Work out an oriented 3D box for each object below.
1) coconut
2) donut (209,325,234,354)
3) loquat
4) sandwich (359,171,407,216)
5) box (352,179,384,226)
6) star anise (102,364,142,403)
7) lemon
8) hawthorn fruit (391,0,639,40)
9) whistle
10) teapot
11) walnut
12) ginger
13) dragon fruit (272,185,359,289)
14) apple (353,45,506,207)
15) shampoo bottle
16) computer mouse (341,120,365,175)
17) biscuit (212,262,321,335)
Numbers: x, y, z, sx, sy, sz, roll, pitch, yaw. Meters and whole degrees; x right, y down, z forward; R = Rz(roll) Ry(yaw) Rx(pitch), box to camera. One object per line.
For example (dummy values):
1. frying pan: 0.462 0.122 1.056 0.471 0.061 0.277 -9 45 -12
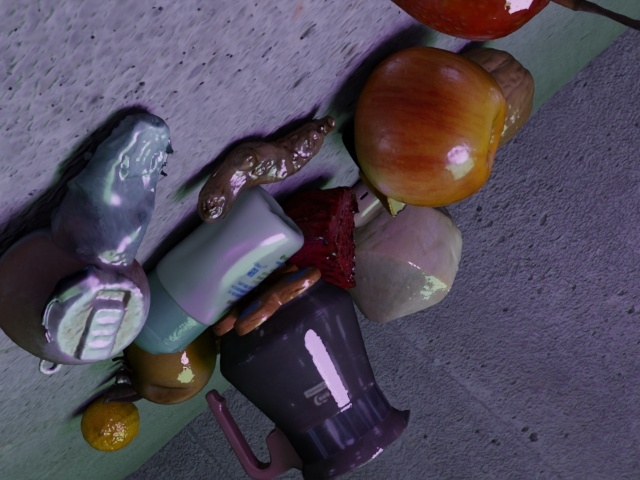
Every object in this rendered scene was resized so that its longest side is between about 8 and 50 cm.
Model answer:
1. coconut: 0.225 0.062 2.131 0.415 0.344 0.416 20 90 -86
2. donut: -0.236 0.210 1.924 0.269 0.103 0.270 -36 168 -9
3. loquat: -0.317 0.241 1.494 0.213 0.213 0.213 -39 170 -8
4. sandwich: 0.187 -0.169 1.714 0.117 0.144 0.187 -40 171 -17
5. box: 0.131 -0.115 1.892 0.200 0.088 0.146 -41 168 12
6. star anise: -0.396 0.294 1.711 0.198 0.111 0.258 -9 144 -41
7. lemon: -0.529 0.461 1.825 0.142 0.142 0.187 -40 173 -1
8. hawthorn fruit: 0.160 -0.320 0.763 0.231 0.263 0.235 -11 -174 -24
9. whistle: -0.275 0.002 0.848 0.348 0.189 0.189 -66 164 12
10. teapot: -0.039 0.304 1.453 0.376 0.362 0.305 -32 176 11
11. walnut: 0.335 -0.294 1.558 0.261 0.225 0.225 -41 170 -1
12. ginger: -0.089 -0.124 1.135 0.290 0.084 0.122 -37 -168 -37
13. dragon fruit: 0.000 0.000 1.505 0.302 0.240 0.330 -58 180 -9
14. apple: 0.189 -0.190 1.235 0.286 0.233 0.286 -40 136 -53
15. shampoo bottle: -0.201 0.061 1.270 0.349 0.151 0.222 -42 178 6
16. computer mouse: 0.125 -0.180 1.451 0.096 0.137 0.233 -38 169 13
17. biscuit: -0.123 0.107 1.369 0.205 0.049 0.324 -37 -173 -13
